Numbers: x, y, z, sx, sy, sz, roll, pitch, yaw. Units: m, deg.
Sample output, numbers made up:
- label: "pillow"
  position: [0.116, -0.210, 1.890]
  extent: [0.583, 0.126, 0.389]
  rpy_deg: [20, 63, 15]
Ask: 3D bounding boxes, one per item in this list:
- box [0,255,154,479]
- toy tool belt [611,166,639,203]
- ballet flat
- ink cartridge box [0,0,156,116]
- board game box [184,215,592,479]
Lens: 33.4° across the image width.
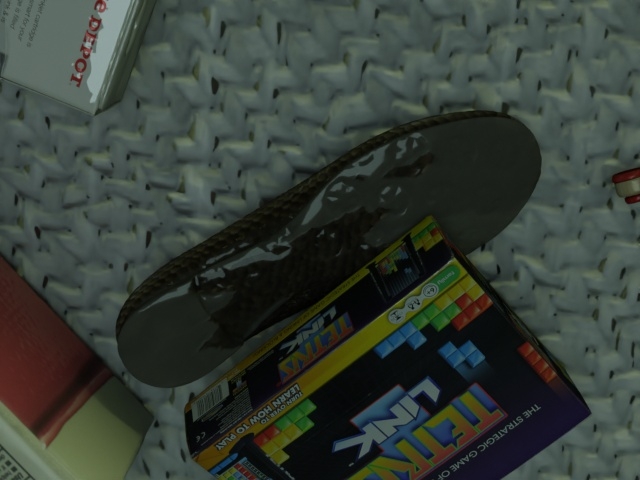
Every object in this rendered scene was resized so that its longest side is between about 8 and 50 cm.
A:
- label: "box"
  position: [-0.227, 0.079, 0.566]
  extent: [0.148, 0.127, 0.232]
  rpy_deg: [-40, 98, 11]
- label: "toy tool belt"
  position: [0.200, -0.021, 0.559]
  extent: [0.083, 0.052, 0.051]
  rpy_deg: [-16, 93, 7]
- label: "ballet flat"
  position: [0.000, 0.000, 0.577]
  extent: [0.249, 0.058, 0.084]
  rpy_deg: [-30, 112, 6]
- label: "ink cartridge box"
  position: [-0.154, -0.136, 0.548]
  extent: [0.135, 0.056, 0.099]
  rpy_deg: [22, 104, -2]
- label: "board game box"
  position: [0.036, 0.091, 0.572]
  extent: [0.170, 0.048, 0.141]
  rpy_deg: [-39, 119, 11]
